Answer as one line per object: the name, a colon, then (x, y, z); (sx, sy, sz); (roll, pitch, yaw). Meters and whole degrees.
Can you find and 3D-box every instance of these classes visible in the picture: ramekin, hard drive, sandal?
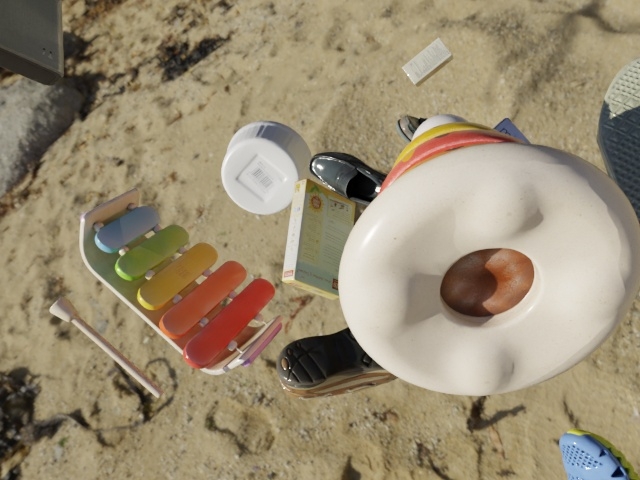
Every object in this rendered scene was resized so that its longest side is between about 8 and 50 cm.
ramekin: (-0.169, -0.214, 1.844); (0.277, 0.277, 0.135); (-23, 22, 20)
hard drive: (-0.244, -0.194, 0.456); (0.022, 0.094, 0.135); (-26, 64, 31)
sandal: (0.521, 0.504, 1.111); (0.138, 0.317, 0.126); (-23, -1, -24)

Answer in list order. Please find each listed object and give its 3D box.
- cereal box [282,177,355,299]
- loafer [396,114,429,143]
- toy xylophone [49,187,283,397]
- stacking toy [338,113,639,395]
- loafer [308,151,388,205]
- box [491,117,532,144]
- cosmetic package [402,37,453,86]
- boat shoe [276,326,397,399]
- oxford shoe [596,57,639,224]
cereal box: (0.000, 0.000, 1.373); (0.047, 0.173, 0.240); (-10, 65, 42)
loafer: (0.294, -0.229, 1.386); (0.084, 0.267, 0.096); (-40, 39, 38)
toy xylophone: (-0.217, 0.079, 0.855); (0.081, 0.322, 0.236); (-52, 3, 38)
stacking toy: (0.197, -0.053, 0.873); (0.350, 0.351, 0.480); (-26, 28, 15)
loafer: (0.065, -0.117, 1.167); (0.223, 0.076, 0.078); (26, 27, 26)
box: (0.348, -0.059, 1.153); (0.231, 0.262, 0.127); (-43, -2, 8)
cosmetic package: (0.269, -0.445, 1.509); (0.115, 0.060, 0.041); (-35, -10, 17)
boat shoe: (0.071, 0.237, 1.184); (0.323, 0.120, 0.123); (-7, 50, -11)
oxford shoe: (0.580, -0.119, 1.042); (0.169, 0.130, 0.449); (-7, 65, 29)
